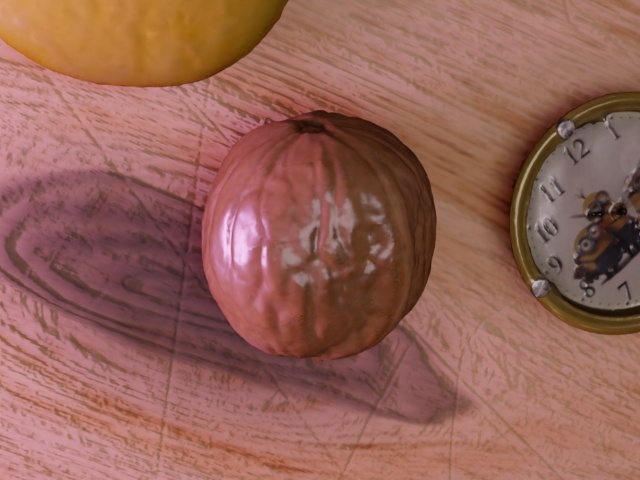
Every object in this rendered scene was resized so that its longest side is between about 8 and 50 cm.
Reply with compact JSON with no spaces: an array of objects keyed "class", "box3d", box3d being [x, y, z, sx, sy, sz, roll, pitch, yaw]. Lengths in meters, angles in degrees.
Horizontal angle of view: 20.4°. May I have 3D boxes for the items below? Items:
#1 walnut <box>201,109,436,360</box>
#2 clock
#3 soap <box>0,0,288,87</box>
[{"class":"walnut","box3d":[0.000,0.000,1.557,0.228,0.228,0.228,-3,105,-11]},{"class":"clock","box3d":[0.282,-0.028,1.686,0.237,0.057,0.237,-3,103,-13]},{"class":"soap","box3d":[-0.147,-0.332,1.477,0.306,0.115,0.427,5,114,-15]}]
